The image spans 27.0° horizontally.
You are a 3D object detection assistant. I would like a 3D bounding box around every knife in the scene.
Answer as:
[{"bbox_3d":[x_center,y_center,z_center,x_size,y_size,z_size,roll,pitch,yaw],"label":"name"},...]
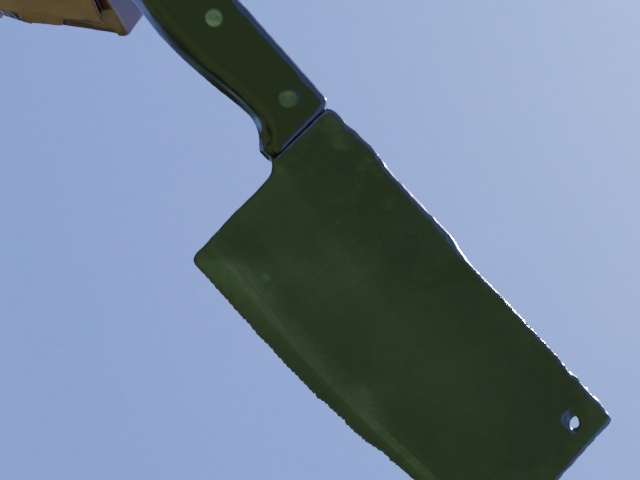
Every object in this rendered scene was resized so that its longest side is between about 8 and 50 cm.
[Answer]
[{"bbox_3d":[0.000,0.000,0.434,0.245,0.072,0.019,48,-12,-13],"label":"knife"}]

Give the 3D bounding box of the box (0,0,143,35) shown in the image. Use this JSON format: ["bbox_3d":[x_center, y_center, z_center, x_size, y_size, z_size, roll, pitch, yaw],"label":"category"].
[{"bbox_3d":[-0.119,-0.187,0.738,0.111,0.156,0.060,14,-28,33],"label":"box"}]
